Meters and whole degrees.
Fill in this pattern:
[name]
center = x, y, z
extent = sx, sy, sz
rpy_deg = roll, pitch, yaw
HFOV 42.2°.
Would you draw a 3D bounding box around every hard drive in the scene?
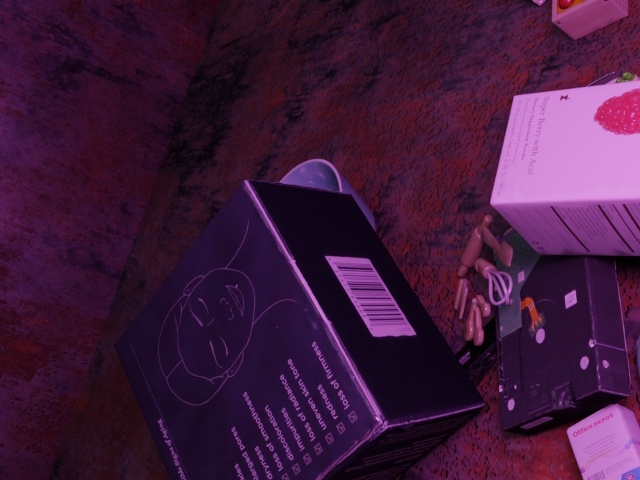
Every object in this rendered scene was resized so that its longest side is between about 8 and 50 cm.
[hard drive]
center = 0.355, 0.103, 1.263
extent = 0.237, 0.064, 0.339
rpy_deg = 132, 146, -54

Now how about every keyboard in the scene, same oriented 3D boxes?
[keyboard]
center = 0.258, 0.219, 1.418
extent = 0.192, 0.038, 0.100
rpy_deg = -50, 13, 23

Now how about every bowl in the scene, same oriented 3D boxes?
[bowl]
center = 0.000, 0.000, 1.777
extent = 0.311, 0.163, 0.311
rpy_deg = -32, 45, 39

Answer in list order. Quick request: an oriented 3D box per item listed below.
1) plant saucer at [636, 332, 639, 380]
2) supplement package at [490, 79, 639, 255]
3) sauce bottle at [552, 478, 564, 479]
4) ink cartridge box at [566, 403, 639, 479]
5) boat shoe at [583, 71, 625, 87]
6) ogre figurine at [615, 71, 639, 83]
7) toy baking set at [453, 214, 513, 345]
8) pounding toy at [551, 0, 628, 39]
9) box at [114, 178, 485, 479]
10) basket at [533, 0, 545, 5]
[plant saucer]
center = 0.489, 0.160, 1.068
extent = 0.195, 0.037, 0.195
rpy_deg = -1, 89, 49
[supplement package]
center = 0.405, -0.091, 1.089
extent = 0.293, 0.175, 0.177
rpy_deg = -1, 64, 39
[sauce bottle]
center = 0.356, 0.392, 1.153
extent = 0.042, 0.042, 0.128
rpy_deg = -51, 36, 19
[ink cartridge box]
center = 0.403, 0.300, 1.138
extent = 0.088, 0.052, 0.122
rpy_deg = -41, 41, 31
[boat shoe]
center = 0.422, -0.213, 1.412
extent = 0.228, 0.081, 0.068
rpy_deg = -43, 44, 34
[ogre figurine]
center = 0.530, -0.210, 1.252
extent = 0.197, 0.097, 0.118
rpy_deg = -13, 55, -4
[toy baking set]
center = 0.277, 0.061, 1.387
extent = 0.256, 0.030, 0.196
rpy_deg = 104, 167, -45
[pounding toy]
center = 0.466, -0.457, 1.489
extent = 0.130, 0.100, 0.141
rpy_deg = -19, 55, 47
[box]
center = -0.063, 0.230, 1.452
extent = 0.472, 0.297, 0.480
rpy_deg = -47, 59, 29
[basket]
center = 0.428, -0.556, 1.602
extent = 0.167, 0.103, 0.113
rpy_deg = -46, 38, 25
